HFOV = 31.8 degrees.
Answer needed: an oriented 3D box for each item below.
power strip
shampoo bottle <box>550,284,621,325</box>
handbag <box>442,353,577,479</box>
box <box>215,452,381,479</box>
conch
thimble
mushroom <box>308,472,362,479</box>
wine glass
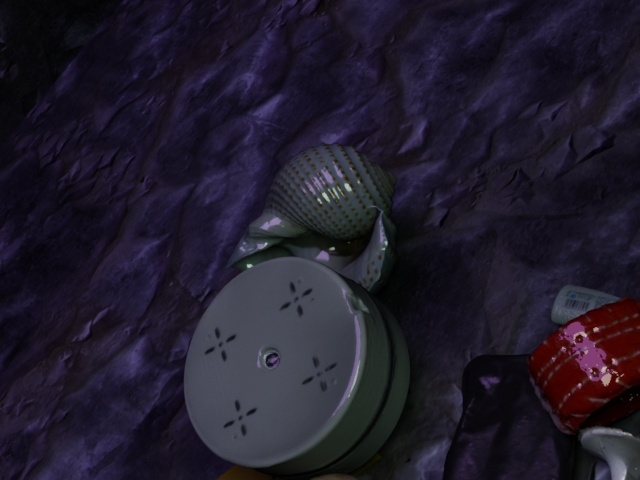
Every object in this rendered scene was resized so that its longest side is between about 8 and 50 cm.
[{"bbox_3d":[-0.048,0.209,1.767,0.357,0.161,0.358,-14,63,28],"label":"power strip"},{"bbox_3d":[0.439,0.109,1.676,0.190,0.041,0.069,9,55,43],"label":"shampoo bottle"},{"bbox_3d":[0.277,0.291,1.611,0.191,0.075,0.332,-5,48,29],"label":"handbag"},{"bbox_3d":[-0.047,0.374,1.821,0.279,0.041,0.153,-38,41,4],"label":"box"},{"bbox_3d":[0.012,-0.002,1.979,0.319,0.215,0.303,-37,70,30],"label":"conch"},{"bbox_3d":[0.388,0.169,1.531,0.189,0.163,0.125,-23,62,-13],"label":"thimble"},{"bbox_3d":[0.024,0.423,1.661,0.166,0.127,0.166,-5,44,4],"label":"mushroom"},{"bbox_3d":[0.355,0.398,1.412,0.143,0.143,0.321,-1,56,38],"label":"wine glass"}]
